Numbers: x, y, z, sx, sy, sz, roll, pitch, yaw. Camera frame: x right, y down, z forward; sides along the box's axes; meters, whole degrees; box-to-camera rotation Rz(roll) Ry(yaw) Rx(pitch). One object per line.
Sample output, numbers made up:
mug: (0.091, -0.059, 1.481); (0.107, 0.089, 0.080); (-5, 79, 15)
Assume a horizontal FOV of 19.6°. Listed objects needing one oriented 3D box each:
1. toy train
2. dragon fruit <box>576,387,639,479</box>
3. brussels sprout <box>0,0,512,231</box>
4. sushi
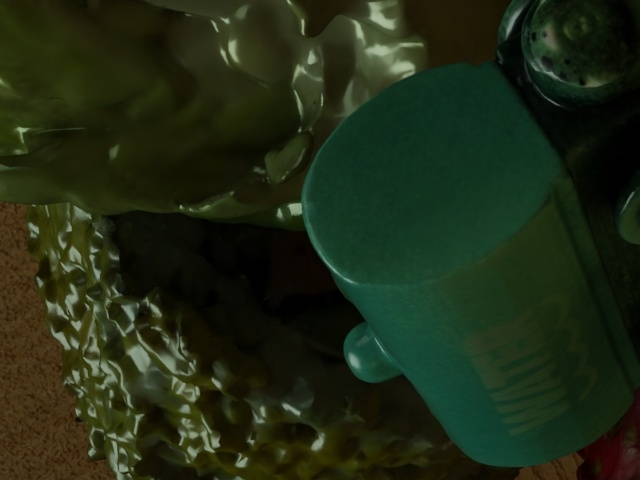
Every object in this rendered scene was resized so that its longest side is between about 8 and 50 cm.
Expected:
toy train: (0.078, 0.003, 0.637); (0.101, 0.159, 0.248); (59, -179, 28)
dragon fruit: (0.215, 0.143, 1.173); (0.161, 0.126, 0.274); (58, -174, -42)
brussels sprout: (-0.062, -0.162, 0.965); (0.315, 0.371, 0.276); (-32, -53, -53)
sushi: (0.000, 0.000, 1.203); (0.240, 0.351, 0.396); (107, 149, -50)
